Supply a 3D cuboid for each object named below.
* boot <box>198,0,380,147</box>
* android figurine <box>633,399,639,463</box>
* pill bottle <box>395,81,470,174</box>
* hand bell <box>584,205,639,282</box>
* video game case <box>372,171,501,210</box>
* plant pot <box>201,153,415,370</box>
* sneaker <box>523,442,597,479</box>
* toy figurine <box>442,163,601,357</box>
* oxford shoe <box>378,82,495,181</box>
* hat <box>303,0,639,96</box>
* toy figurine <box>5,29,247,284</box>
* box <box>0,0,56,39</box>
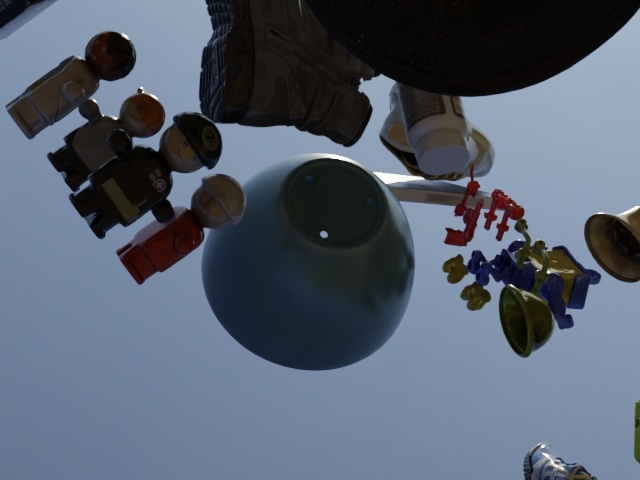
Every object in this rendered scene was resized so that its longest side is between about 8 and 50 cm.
[{"bbox_3d":[-0.030,-0.295,1.575,0.223,0.118,0.338,4,-85,-27],"label":"boot"},{"bbox_3d":[0.579,0.295,1.810,0.248,0.056,0.272,3,-98,-7],"label":"android figurine"},{"bbox_3d":[0.141,-0.155,1.542,0.078,0.078,0.137,9,-124,-28],"label":"pill bottle"},{"bbox_3d":[0.549,-0.047,1.989,0.242,0.126,0.126,-34,-104,-25],"label":"hand bell"},{"bbox_3d":[0.159,-0.088,2.110,0.285,0.025,0.204,4,-170,-40],"label":"video game case"},{"bbox_3d":[0.000,0.000,1.623,0.290,0.195,0.290,5,-119,-10],"label":"plant pot"},{"bbox_3d":[0.321,0.322,1.607,0.080,0.081,0.211,40,-166,-16],"label":"sneaker"},{"bbox_3d":[0.354,0.040,1.917,0.217,0.191,0.362,8,-158,-18],"label":"toy figurine"},{"bbox_3d":[0.201,-0.164,2.179,0.169,0.130,0.449,14,175,18],"label":"oxford shoe"},{"bbox_3d":[0.124,-0.277,0.908,0.331,0.331,0.134,39,-160,0],"label":"hat"},{"bbox_3d":[-0.183,-0.086,1.215,0.148,0.213,0.209,-36,-114,-5],"label":"toy figurine"},{"bbox_3d":[-0.403,-0.335,1.463,0.077,0.147,0.180,-38,-77,-49],"label":"box"}]
